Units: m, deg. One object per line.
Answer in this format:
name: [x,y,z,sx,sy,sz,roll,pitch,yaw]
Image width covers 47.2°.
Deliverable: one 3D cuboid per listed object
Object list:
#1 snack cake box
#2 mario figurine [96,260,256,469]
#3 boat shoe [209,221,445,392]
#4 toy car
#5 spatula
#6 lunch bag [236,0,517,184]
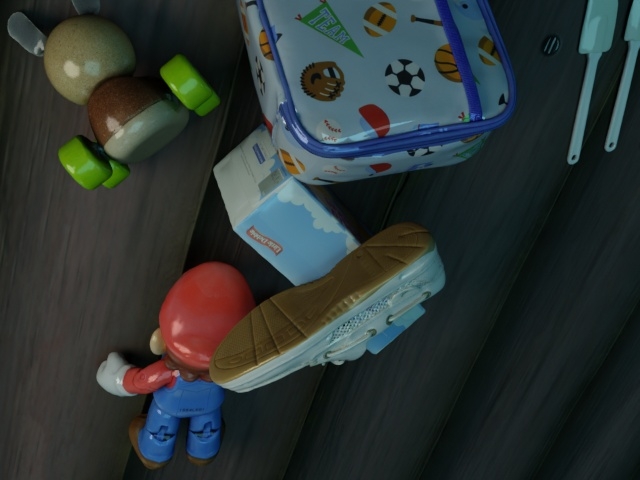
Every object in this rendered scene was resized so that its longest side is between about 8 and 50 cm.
snack cake box: [0.000,0.000,0.875,0.089,0.152,0.264,-41,124,8]
mario figurine: [-0.161,0.147,0.953,0.198,0.170,0.320,-28,147,-47]
boat shoe: [0.015,0.093,0.785,0.277,0.098,0.096,-31,124,3]
toy car: [-0.222,-0.171,0.738,0.155,0.149,0.188,-38,96,1]
spatula: [0.410,-0.217,0.966,0.168,0.019,0.242,-10,122,-14]
lunch bag: [0.048,-0.213,0.701,0.243,0.303,0.115,-11,166,-10]
